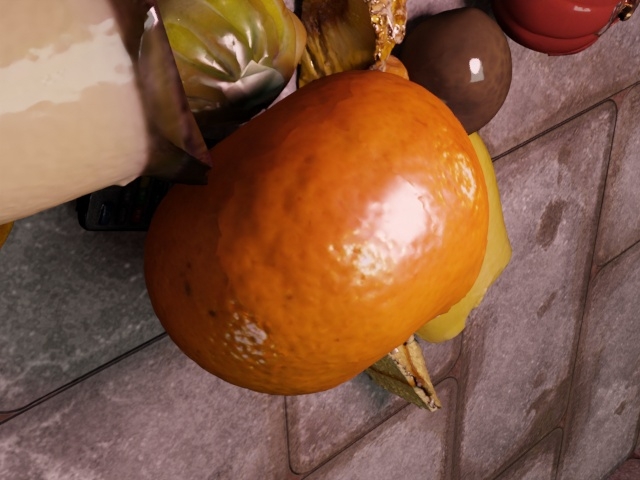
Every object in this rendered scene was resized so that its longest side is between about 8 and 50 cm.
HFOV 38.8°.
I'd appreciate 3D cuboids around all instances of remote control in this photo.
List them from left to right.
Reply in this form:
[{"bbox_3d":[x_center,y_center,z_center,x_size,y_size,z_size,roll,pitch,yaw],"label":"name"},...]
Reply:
[{"bbox_3d":[-0.152,-0.085,1.246,0.398,0.062,0.145,-1,114,-45],"label":"remote control"}]

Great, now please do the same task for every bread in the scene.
[{"bbox_3d":[-0.139,-0.232,1.097,0.261,0.158,0.156,-50,137,-15],"label":"bread"},{"bbox_3d":[0.122,0.201,1.680,0.266,0.141,0.178,56,30,-47],"label":"bread"}]

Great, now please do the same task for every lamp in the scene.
[{"bbox_3d":[0.390,-0.445,1.432,0.303,0.257,0.303,22,90,-86],"label":"lamp"}]

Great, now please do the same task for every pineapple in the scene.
[{"bbox_3d":[0.072,-0.335,1.252,0.161,0.158,0.335,-23,128,-37],"label":"pineapple"}]

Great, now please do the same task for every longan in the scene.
[{"bbox_3d":[0.209,-0.265,1.424,0.198,0.198,0.212,-46,151,-16],"label":"longan"}]

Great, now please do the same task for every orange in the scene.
[{"bbox_3d":[0.000,0.000,1.082,0.424,0.424,0.326,-41,98,-22],"label":"orange"}]

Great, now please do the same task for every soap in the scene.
[{"bbox_3d":[0.213,-0.020,1.636,0.306,0.115,0.427,-42,137,-15],"label":"soap"}]

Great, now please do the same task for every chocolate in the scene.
[{"bbox_3d":[-0.315,-0.152,0.855,0.297,0.314,0.326,-35,139,-15],"label":"chocolate"}]

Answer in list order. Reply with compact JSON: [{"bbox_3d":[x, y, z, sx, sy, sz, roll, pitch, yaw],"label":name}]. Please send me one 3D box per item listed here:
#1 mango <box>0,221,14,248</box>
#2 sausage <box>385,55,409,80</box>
[{"bbox_3d":[-0.390,-0.020,1.040,0.079,0.057,0.114,-13,131,-47],"label":"mango"},{"bbox_3d":[0.064,-0.172,1.393,0.098,0.098,0.238,10,109,-49],"label":"sausage"}]
